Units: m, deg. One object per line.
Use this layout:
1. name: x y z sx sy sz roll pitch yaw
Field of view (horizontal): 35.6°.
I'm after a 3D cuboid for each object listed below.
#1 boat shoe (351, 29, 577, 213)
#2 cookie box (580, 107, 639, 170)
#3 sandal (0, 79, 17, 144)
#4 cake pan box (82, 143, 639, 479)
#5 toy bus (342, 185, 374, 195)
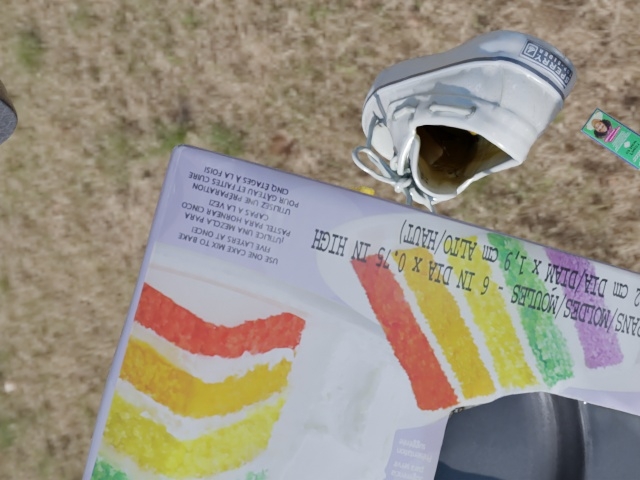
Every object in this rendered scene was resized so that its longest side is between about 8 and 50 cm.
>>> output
1. boat shoe: 0.117 -0.092 1.028 0.156 0.136 0.367 -62 18 -12
2. cookie box: 0.417 -0.127 1.342 0.107 0.092 0.040 42 107 33
3. sandal: -0.236 -0.107 0.507 0.054 0.097 0.254 61 171 16
4. cake pan box: 0.025 0.106 0.479 0.070 0.266 0.246 -179 106 -80
5. toy bus: 0.000 0.000 1.238 0.220 0.211 0.149 4 63 54
